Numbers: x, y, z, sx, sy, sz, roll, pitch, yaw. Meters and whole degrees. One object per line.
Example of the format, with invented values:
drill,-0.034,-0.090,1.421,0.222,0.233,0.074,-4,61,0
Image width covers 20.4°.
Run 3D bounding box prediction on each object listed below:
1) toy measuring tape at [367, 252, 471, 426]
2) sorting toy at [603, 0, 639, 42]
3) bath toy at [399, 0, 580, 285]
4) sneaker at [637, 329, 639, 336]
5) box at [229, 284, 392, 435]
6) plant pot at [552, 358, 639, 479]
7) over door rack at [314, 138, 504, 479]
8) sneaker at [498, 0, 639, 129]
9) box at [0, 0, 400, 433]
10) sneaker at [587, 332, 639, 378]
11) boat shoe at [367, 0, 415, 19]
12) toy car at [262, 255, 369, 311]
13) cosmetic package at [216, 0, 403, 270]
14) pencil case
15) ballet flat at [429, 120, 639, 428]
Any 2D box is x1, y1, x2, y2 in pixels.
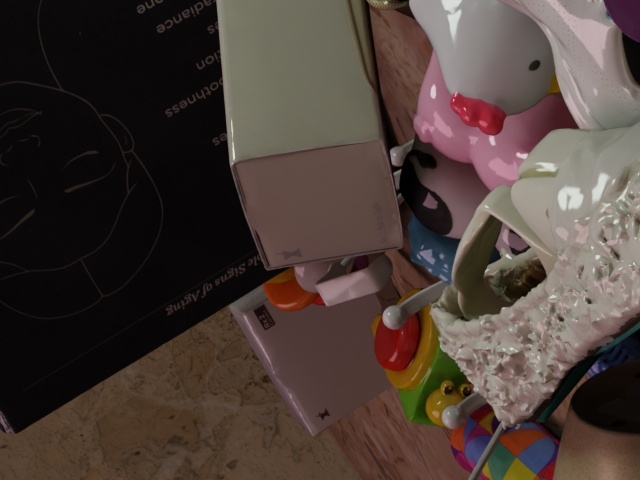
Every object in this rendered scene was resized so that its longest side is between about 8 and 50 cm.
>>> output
toy measuring tape,0.106,0.068,1.909,0.330,0.121,0.121,-106,-6,-49
sorting toy,0.102,-0.263,0.931,0.365,0.127,0.126,55,-160,0
bath toy,0.128,-0.061,1.242,0.348,0.151,0.129,83,-168,-60
sneaker,0.243,0.080,1.127,0.107,0.124,0.283,61,170,-13
box,0.011,0.115,2.220,0.181,0.182,0.119,60,172,-10
plant pot,0.261,0.231,1.268,0.256,0.256,0.274,-143,39,-64
over door rack,0.091,0.069,1.512,0.239,0.108,0.324,60,-156,-14
sneaker,0.152,-0.155,1.048,0.212,0.080,0.094,52,159,-7
box,-0.232,-0.151,1.718,0.297,0.480,0.472,50,167,46
sneaker,0.239,0.098,1.390,0.152,0.058,0.084,53,176,4
boat shoe,0.068,-0.192,1.233,0.095,0.095,0.257,50,167,41
toy car,0.000,0.000,1.934,0.159,0.182,0.136,20,149,42
cosmetic package,-0.015,-0.153,1.356,0.160,0.113,0.309,75,-173,-60
pencil case,0.224,0.246,1.827,0.236,0.104,0.104,45,164,57
ballet flat,0.155,0.010,1.086,0.147,0.147,0.409,56,156,11
